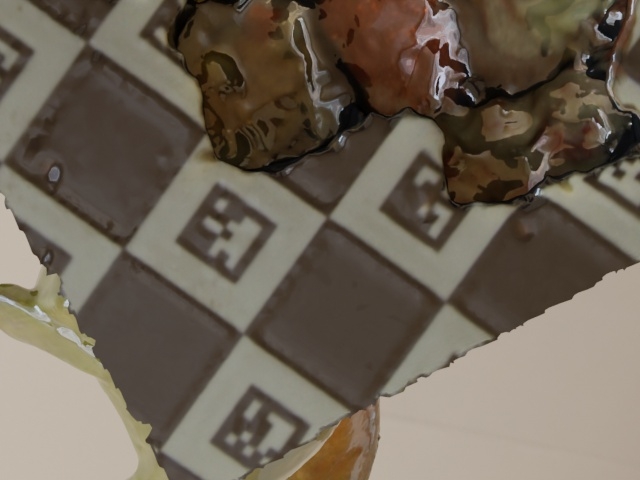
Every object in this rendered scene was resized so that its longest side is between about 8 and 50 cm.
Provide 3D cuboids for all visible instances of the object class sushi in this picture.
[{"bbox_3d":[-0.004,-0.085,0.616,0.292,0.059,0.294,-27,-84,0],"label":"sushi"}]

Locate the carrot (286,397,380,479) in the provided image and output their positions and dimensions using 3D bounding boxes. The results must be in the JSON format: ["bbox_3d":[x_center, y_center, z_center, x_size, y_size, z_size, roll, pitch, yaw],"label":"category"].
[{"bbox_3d":[-0.038,0.155,1.655,0.224,0.224,0.341,-13,-54,-31],"label":"carrot"}]

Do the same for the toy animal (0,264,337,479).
[{"bbox_3d":[-0.016,0.010,0.883,0.181,0.180,0.363,56,-145,-9],"label":"toy animal"}]
